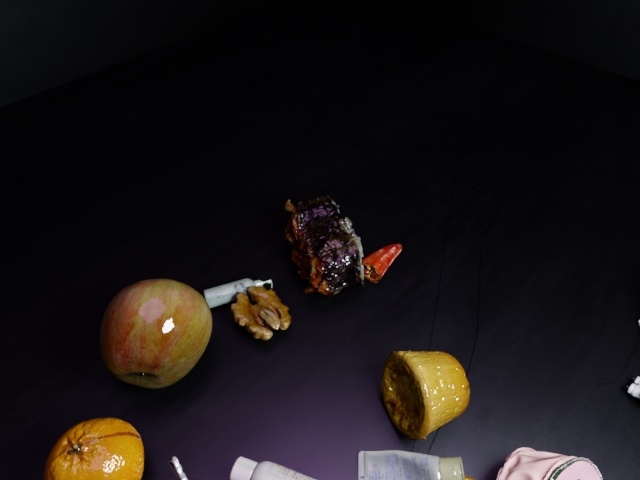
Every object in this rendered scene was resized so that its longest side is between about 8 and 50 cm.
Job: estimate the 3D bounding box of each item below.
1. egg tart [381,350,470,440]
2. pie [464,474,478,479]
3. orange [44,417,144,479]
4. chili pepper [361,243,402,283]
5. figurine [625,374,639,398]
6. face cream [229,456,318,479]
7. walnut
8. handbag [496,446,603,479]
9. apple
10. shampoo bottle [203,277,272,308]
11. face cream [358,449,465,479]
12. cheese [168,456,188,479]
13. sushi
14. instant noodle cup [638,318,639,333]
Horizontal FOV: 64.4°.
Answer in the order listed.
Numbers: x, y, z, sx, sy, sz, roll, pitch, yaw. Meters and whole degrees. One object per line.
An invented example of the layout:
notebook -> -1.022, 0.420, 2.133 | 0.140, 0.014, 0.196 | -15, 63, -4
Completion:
egg tart -> 0.247, 0.346, 1.171 | 0.147, 0.202, 0.202 | -4, 44, -22
pie -> 0.318, 0.543, 1.076 | 0.191, 0.033, 0.088 | 15, 58, 23
orange -> -0.464, 0.460, 1.049 | 0.194, 0.161, 0.193 | 3, 48, -4
chili pepper -> 0.195, 0.054, 1.543 | 0.088, 0.064, 0.169 | 33, 49, 26
figurine -> 0.844, 0.395, 1.189 | 0.137, 0.111, 0.229 | -27, 38, -36
face cream -> -0.061, 0.521, 1.055 | 0.269, 0.081, 0.082 | 15, 47, 14
walnut -> -0.164, 0.201, 1.379 | 0.143, 0.069, 0.170 | -27, 53, -27
handbag -> 0.455, 0.513, 1.006 | 0.205, 0.116, 0.179 | -26, 91, -34
apple -> -0.395, 0.224, 1.222 | 0.257, 0.256, 0.233 | 2, 50, 1
shampoo bottle -> -0.232, 0.140, 1.447 | 0.195, 0.056, 0.056 | -17, 48, -17
face cream -> 0.190, 0.502, 1.085 | 0.224, 0.070, 0.114 | -11, 44, 16
cheese -> -0.264, 0.526, 1.039 | 0.048, 0.092, 0.171 | -22, 55, -41
sushi -> 0.000, 0.000, 1.497 | 0.182, 0.196, 0.343 | -11, 46, -22
instant noodle cup -> 0.958, 0.203, 1.309 | 0.218, 0.207, 0.217 | 0, 45, 0
